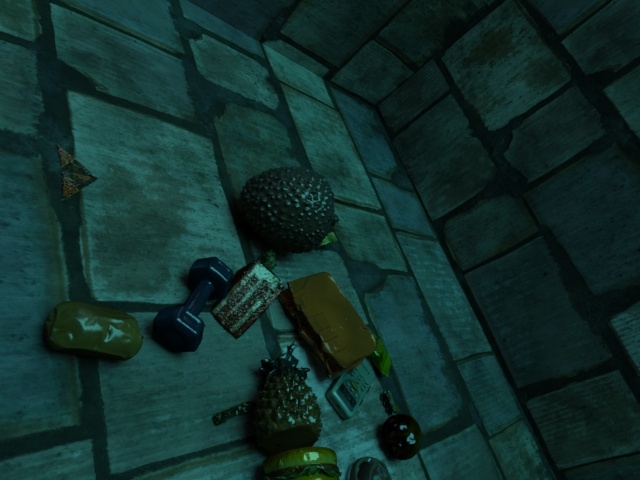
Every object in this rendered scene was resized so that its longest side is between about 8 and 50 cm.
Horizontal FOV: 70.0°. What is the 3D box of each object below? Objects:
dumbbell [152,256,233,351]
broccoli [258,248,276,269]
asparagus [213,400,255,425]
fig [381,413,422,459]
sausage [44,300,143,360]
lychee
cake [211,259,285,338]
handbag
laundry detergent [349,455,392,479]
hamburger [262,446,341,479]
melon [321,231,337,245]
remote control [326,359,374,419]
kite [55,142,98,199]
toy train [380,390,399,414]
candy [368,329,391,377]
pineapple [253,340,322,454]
[{"bbox_3d":[-0.395,0.196,1.448,0.144,0.159,0.324,18,36,3],"label":"dumbbell"},{"bbox_3d":[-0.210,0.080,1.853,0.097,0.092,0.095,-16,60,-38],"label":"broccoli"},{"bbox_3d":[-0.261,0.530,1.416,0.165,0.030,0.036,-1,37,-51],"label":"asparagus"},{"bbox_3d":[0.351,0.789,1.890,0.170,0.146,0.274,65,20,13],"label":"fig"},{"bbox_3d":[-0.580,0.238,1.188,0.241,0.120,0.136,29,51,-36],"label":"sausage"},{"bbox_3d":[-0.126,-0.135,1.921,0.433,0.380,0.380,12,45,-13],"label":"lychee"},{"bbox_3d":[-0.284,0.211,1.670,0.158,0.160,0.262,47,67,-12],"label":"cake"},{"bbox_3d":[0.031,0.336,1.863,0.304,0.116,0.410,-10,60,-52],"label":"handbag"},{"bbox_3d":[0.154,0.863,1.607,0.237,0.076,0.171,6,55,-48],"label":"laundry detergent"},{"bbox_3d":[-0.054,0.711,1.333,0.246,0.246,0.169,22,46,-41],"label":"hamburger"},{"bbox_3d":[0.000,0.000,2.182,0.210,0.118,0.064,-15,86,-44],"label":"melon"},{"bbox_3d":[0.132,0.586,1.853,0.140,0.056,0.296,56,32,0],"label":"remote control"},{"bbox_3d":[-0.774,-0.211,1.467,0.125,0.008,0.222,11,52,-51],"label":"kite"},{"bbox_3d":[0.301,0.701,1.980,0.064,0.044,0.103,5,58,-54],"label":"toy train"},{"bbox_3d":[0.240,0.489,2.075,0.246,0.069,0.149,50,34,-5],"label":"candy"},{"bbox_3d":[-0.118,0.494,1.495,0.223,0.223,0.357,32,29,-32],"label":"pineapple"}]
